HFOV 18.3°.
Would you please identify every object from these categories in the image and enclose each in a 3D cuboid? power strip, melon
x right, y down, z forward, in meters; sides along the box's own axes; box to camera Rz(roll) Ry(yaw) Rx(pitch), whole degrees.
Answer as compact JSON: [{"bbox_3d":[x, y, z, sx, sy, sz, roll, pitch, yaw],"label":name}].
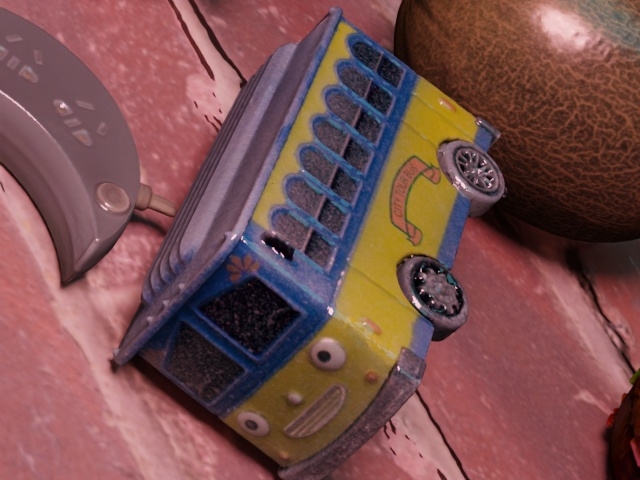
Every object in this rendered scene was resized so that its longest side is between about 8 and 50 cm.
[{"bbox_3d":[-0.206,-0.077,1.336,0.253,0.054,0.167,35,39,-11],"label":"power strip"},{"bbox_3d":[0.199,-0.132,1.616,0.302,0.237,0.237,33,38,-12],"label":"melon"}]

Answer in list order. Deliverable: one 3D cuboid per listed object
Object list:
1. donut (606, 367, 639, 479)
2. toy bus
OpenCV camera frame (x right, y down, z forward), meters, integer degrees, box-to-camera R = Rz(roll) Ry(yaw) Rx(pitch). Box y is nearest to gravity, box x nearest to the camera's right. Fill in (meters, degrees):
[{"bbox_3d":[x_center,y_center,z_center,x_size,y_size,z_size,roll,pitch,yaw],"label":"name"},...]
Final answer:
[{"bbox_3d":[0.331,0.199,1.542,0.270,0.103,0.269,25,40,-22],"label":"donut"},{"bbox_3d":[0.000,0.000,1.377,0.190,0.152,0.312,37,37,-12],"label":"toy bus"}]
